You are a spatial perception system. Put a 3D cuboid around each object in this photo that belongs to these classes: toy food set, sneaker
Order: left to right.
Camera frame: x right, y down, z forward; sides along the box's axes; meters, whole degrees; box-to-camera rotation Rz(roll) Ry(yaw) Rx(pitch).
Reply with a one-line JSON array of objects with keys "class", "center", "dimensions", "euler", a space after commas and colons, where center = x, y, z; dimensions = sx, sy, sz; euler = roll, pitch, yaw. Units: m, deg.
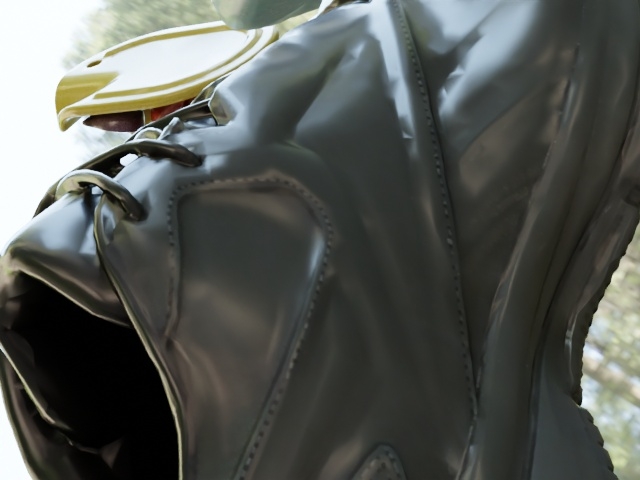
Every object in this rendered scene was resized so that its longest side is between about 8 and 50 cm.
[{"class": "toy food set", "center": [-0.084, -0.096, 1.201], "dimensions": [0.128, 0.218, 0.071], "euler": [-47, -55, -45]}, {"class": "sneaker", "center": [0.000, 0.000, 0.375], "dimensions": [0.130, 0.286, 0.109], "euler": [22, -42, -14]}]

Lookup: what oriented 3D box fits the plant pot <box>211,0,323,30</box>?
[{"class": "plant pot", "center": [0.037, -0.291, 0.872], "dimensions": [0.247, 0.252, 0.248], "euler": [-20, -100, -15]}]
